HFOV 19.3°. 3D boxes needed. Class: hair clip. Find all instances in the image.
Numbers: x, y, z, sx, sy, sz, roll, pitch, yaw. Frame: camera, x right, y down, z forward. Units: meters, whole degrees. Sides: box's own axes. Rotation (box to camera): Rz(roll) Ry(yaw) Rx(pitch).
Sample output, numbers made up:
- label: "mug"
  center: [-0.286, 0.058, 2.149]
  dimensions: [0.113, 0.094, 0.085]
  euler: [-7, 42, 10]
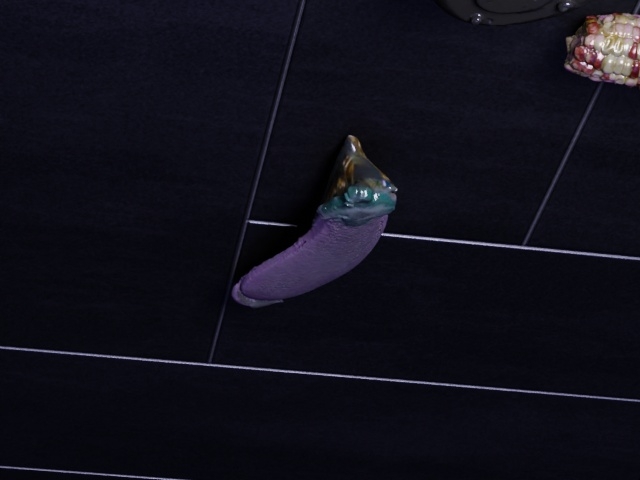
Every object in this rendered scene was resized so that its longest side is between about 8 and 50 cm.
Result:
- label: "hair clip"
  center: [0.002, 0.000, 2.175]
  dimensions: [0.095, 0.110, 0.359]
  euler: [44, 146, 7]

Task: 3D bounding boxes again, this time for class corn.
- label: "corn"
  center: [0.386, -0.185, 1.897]
  dimensions: [0.280, 0.092, 0.092]
  euler: [8, 145, -6]

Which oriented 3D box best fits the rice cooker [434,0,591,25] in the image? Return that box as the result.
- label: "rice cooker"
  center: [0.187, -0.272, 1.731]
  dimensions: [0.203, 0.118, 0.142]
  euler: [-14, 143, 25]
